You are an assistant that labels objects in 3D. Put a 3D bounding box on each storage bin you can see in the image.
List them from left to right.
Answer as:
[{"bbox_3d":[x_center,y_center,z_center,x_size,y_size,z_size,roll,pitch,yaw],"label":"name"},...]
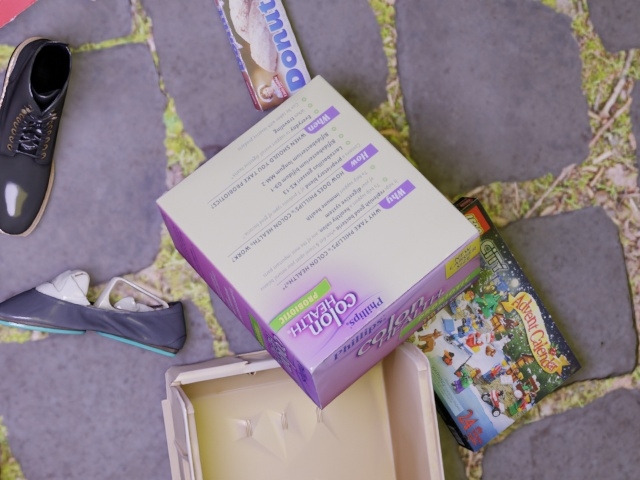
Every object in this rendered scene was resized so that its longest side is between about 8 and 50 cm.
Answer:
[{"bbox_3d":[-0.015,0.244,1.572,0.262,0.123,0.260,-9,97,-17],"label":"storage bin"}]

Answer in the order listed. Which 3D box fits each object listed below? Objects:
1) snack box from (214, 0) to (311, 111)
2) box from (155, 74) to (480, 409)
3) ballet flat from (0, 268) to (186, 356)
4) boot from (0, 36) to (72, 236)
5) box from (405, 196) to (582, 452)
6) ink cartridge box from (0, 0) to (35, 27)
[{"bbox_3d":[-0.068,-0.228,1.574,0.064,0.022,0.178,-24,101,-17],"label":"snack box"},{"bbox_3d":[0.000,0.000,1.502,0.213,0.117,0.243,-39,67,-12],"label":"box"},{"bbox_3d":[-0.227,0.066,1.518,0.203,0.074,0.074,13,90,-25],"label":"ballet flat"},{"bbox_3d":[-0.282,-0.100,1.452,0.076,0.137,0.198,5,93,-18],"label":"boot"},{"bbox_3d":[0.162,0.091,1.661,0.159,0.044,0.233,-37,104,-12],"label":"box"},{"bbox_3d":[-0.396,-0.268,1.410,0.181,0.056,0.225,-33,103,15],"label":"ink cartridge box"}]
